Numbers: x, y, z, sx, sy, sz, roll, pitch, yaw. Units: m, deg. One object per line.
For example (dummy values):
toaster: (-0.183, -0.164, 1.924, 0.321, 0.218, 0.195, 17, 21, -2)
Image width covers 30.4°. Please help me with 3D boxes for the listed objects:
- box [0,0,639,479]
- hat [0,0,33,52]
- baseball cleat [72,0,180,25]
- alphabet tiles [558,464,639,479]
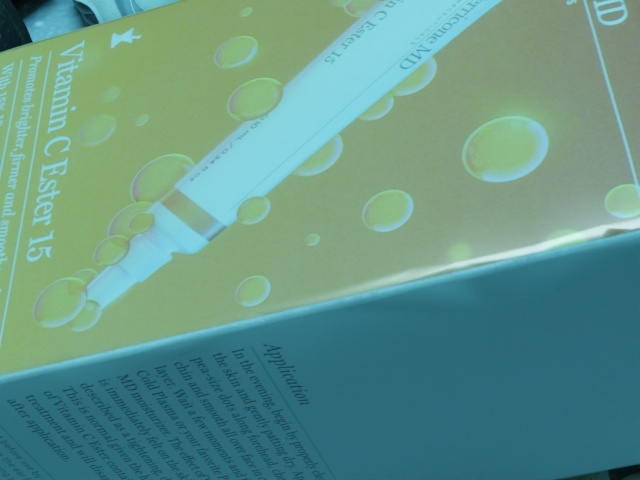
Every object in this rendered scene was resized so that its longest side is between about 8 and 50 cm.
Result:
box: (0.000, 0.000, 0.561, 0.345, 0.168, 0.215, -14, 48, 12)
hat: (-0.251, -0.038, 0.599, 0.134, 0.331, 0.331, -11, 51, 11)
baseball cleat: (-0.142, -0.227, 0.866, 0.109, 0.072, 0.206, -17, 46, 12)
alphabet tiles: (0.196, 0.057, 0.575, 0.284, 0.021, 0.278, 16, 60, 26)
